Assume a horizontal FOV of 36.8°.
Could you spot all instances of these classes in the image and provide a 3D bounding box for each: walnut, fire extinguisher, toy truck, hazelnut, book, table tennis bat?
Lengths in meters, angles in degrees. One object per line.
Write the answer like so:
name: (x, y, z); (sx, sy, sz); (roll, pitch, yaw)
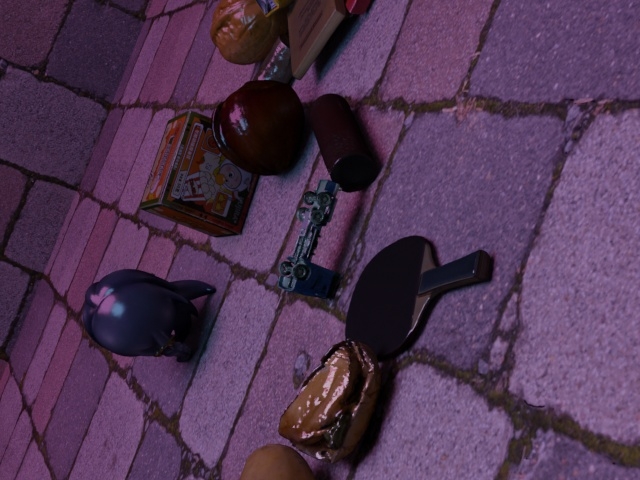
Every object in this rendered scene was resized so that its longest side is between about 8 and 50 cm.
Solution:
walnut: (-0.151, -0.460, 2.042); (0.206, 0.159, 0.159); (-30, 43, 46)
fire extinguisher: (0.023, -0.166, 1.537); (0.268, 0.072, 0.089); (-107, 33, -54)
toy truck: (0.000, 0.000, 1.427); (0.067, 0.081, 0.175); (9, 80, 64)
hazelnut: (-0.108, -0.201, 1.744); (0.204, 0.178, 0.178); (-24, 49, 64)
book: (-0.011, -0.425, 1.801); (0.161, 0.026, 0.231); (-52, 27, 34)
table tennis bat: (0.113, 0.062, 1.221); (0.301, 0.022, 0.173); (-28, 45, 56)

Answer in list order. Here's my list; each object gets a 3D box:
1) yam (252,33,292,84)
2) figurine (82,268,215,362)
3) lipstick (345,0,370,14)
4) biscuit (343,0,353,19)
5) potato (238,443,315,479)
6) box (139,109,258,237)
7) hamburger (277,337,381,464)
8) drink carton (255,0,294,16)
yam: (-0.094, -0.324, 1.914); (0.169, 0.068, 0.068); (-54, 28, 24)
figurine: (-0.328, 0.140, 1.822); (0.197, 0.265, 0.175); (16, 98, 39)
lipstick: (0.126, -0.535, 1.661); (0.312, 0.051, 0.051); (-64, 27, 14)
biscuit: (0.021, -0.438, 1.812); (0.205, 0.031, 0.138); (-23, 49, 57)
potato: (-0.050, 0.341, 1.210); (0.178, 0.109, 0.118); (-97, 10, -52)
box: (-0.228, -0.126, 1.885); (0.148, 0.177, 0.195); (-3, 67, 62)
hamburger: (0.026, 0.221, 1.204); (0.176, 0.087, 0.102); (-53, 39, 15)
drink carton: (-0.045, -0.533, 1.944); (0.200, 0.074, 0.084); (-39, 9, -26)
